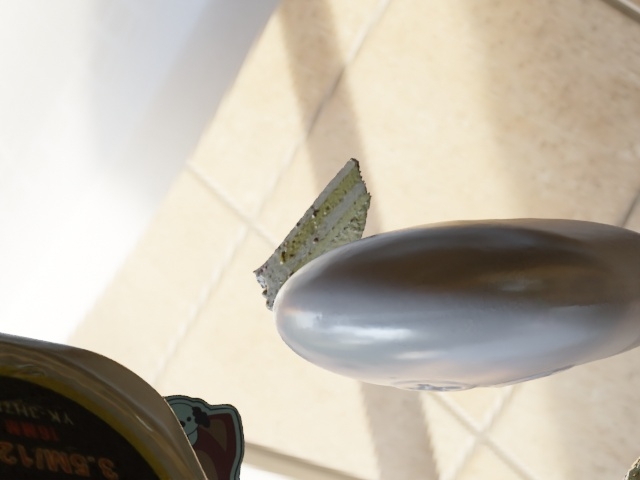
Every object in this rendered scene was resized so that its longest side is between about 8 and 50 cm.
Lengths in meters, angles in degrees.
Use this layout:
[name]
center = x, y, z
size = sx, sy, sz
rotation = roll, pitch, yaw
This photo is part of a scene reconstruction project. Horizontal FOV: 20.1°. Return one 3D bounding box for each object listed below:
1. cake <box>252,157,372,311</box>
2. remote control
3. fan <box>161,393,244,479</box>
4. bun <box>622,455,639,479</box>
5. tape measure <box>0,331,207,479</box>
[cake]
center = 0.000, 0.000, 1.295
size = 0.052, 0.065, 0.121
rotation = -117, 38, -46
[remote control]
center = 0.108, 0.037, 1.133
size = 0.221, 0.332, 0.103
rotation = -2, 92, 28
[fan]
center = -0.137, 0.248, 1.662
size = 0.009, 0.132, 0.220
rotation = -141, 54, -75
[bun]
center = 0.239, 0.173, 0.794
size = 0.259, 0.152, 0.259
rotation = -1, 48, 1
[tape measure]
center = -0.172, 0.146, 0.782
size = 0.133, 0.271, 0.231
rotation = -51, 44, 23
